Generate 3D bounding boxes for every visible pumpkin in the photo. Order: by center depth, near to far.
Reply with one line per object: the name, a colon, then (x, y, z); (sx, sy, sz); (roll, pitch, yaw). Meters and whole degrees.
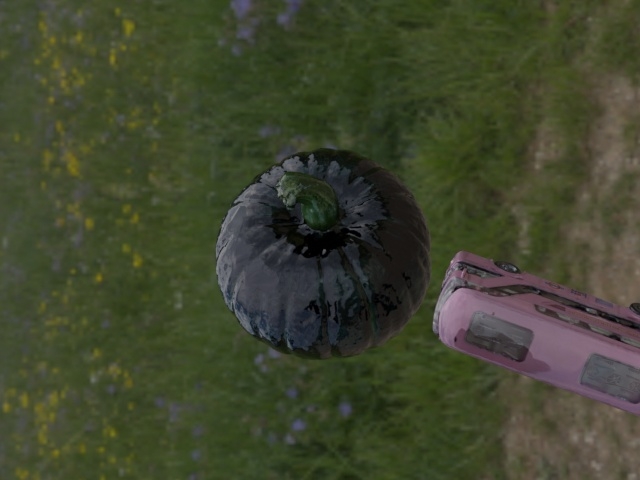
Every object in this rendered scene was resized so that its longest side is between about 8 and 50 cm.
pumpkin: (0.000, 0.000, 1.284); (0.248, 0.248, 0.248); (180, 90, -71)

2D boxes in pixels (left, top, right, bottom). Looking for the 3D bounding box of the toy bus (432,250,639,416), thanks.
toy bus: (0.189, 0.072, 0.907); (0.090, 0.203, 0.063); (-55, -18, -65)
